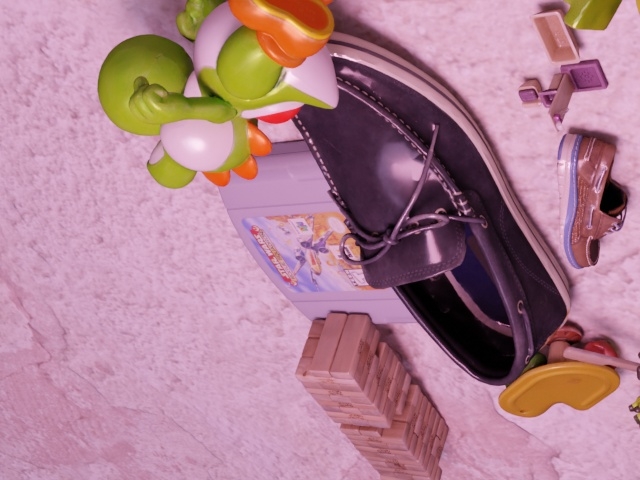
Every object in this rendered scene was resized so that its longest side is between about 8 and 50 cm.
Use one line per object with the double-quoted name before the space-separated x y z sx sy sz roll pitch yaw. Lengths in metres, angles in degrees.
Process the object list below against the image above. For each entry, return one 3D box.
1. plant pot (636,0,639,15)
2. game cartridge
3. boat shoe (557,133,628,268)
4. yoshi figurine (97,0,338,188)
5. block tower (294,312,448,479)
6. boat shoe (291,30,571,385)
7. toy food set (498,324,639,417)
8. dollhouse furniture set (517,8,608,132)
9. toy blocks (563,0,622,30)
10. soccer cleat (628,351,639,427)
"plant pot" 0.376 -0.225 1.074 0.207 0.228 0.227 39 130 -7
"game cartridge" 0.000 0.000 1.763 0.198 0.062 0.297 -7 133 33
"boat shoe" 0.295 -0.034 1.519 0.066 0.066 0.183 8 140 22
"yoshi figurine" -0.123 -0.187 1.435 0.203 0.203 0.362 -7 156 -34
"block tower" 0.076 0.221 1.915 0.091 0.097 0.335 2 146 29
"boat shoe" 0.111 -0.027 1.572 0.187 0.156 0.500 -11 128 43
"toy food set" 0.305 0.155 1.758 0.128 0.071 0.218 10 151 -18
"dollhouse furniture set" 0.216 -0.164 1.393 0.091 0.081 0.114 -3 135 35
"toy blocks" 0.179 -0.368 0.922 0.261 0.191 0.381 38 117 26
"soccer cleat" 0.440 0.186 1.682 0.121 0.093 0.289 -22 149 -4
